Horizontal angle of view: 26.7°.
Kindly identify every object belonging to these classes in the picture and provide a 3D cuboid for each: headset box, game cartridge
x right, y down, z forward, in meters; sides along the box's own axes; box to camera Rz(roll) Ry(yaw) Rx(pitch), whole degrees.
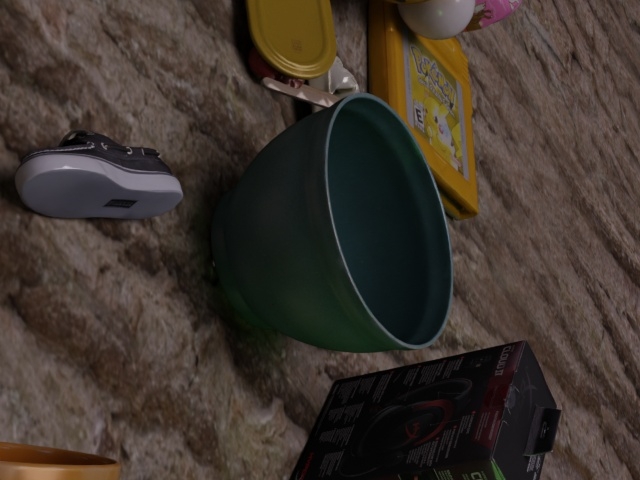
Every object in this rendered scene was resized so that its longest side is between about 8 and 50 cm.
[{"bbox_3d":[0.135,0.239,1.567,0.110,0.293,0.218,62,30,-23],"label":"headset box"},{"bbox_3d":[0.163,-0.231,2.109,0.285,0.053,0.323,37,47,-49],"label":"game cartridge"}]

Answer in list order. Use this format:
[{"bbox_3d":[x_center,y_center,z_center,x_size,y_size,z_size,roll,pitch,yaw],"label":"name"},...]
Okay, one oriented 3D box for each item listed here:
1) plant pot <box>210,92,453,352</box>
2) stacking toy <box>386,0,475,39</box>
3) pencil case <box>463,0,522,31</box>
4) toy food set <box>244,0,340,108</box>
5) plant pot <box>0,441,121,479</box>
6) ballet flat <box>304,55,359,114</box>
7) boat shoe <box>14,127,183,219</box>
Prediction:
[{"bbox_3d":[0.000,0.000,1.542,0.293,0.196,0.293,37,46,-49],"label":"plant pot"},{"bbox_3d":[0.120,-0.446,1.881,0.480,0.351,0.350,54,33,-49],"label":"stacking toy"},{"bbox_3d":[0.191,-0.526,2.197,0.386,0.160,0.167,59,-11,-27],"label":"pencil case"},{"bbox_3d":[-0.051,-0.255,1.725,0.128,0.071,0.217,8,64,-31],"label":"toy food set"},{"bbox_3d":[-0.257,0.244,0.977,0.205,0.205,0.188,16,79,-58],"label":"plant pot"},{"bbox_3d":[0.020,-0.170,1.781,0.086,0.086,0.248,16,64,-58],"label":"ballet flat"},{"bbox_3d":[-0.219,-0.072,1.314,0.228,0.080,0.076,3,57,-58],"label":"boat shoe"}]
